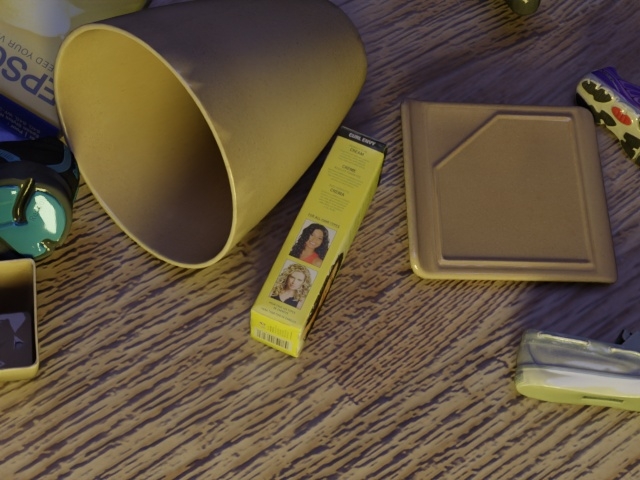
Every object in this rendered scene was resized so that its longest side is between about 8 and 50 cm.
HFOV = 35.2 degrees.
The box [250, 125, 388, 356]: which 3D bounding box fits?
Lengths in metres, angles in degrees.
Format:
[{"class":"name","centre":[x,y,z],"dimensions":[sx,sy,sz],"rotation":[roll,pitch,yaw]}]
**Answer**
[{"class":"box","centre":[0.000,0.000,1.054],"dimensions":[0.058,0.087,0.232],"rotation":[22,66,6]}]

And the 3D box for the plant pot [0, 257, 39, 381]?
[{"class":"plant pot","centre":[-0.322,0.089,0.971],"dimensions":[0.109,0.096,0.108],"rotation":[-5,67,-9]}]

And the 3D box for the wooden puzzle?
[{"class":"wooden puzzle","centre":[0.206,-0.054,1.128],"dimensions":[0.239,0.044,0.220],"rotation":[3,65,-10]}]

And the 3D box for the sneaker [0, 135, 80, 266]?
[{"class":"sneaker","centre":[-0.404,-0.025,1.014],"dimensions":[0.341,0.125,0.139],"rotation":[-7,32,3]}]

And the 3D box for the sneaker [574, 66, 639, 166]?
[{"class":"sneaker","centre":[0.377,-0.144,1.171],"dimensions":[0.071,0.068,0.170],"rotation":[-34,73,-25]}]

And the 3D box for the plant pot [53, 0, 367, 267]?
[{"class":"plant pot","centre":[-0.084,-0.147,1.046],"dimensions":[0.256,0.256,0.274],"rotation":[44,52,13]}]

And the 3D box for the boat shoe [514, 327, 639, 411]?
[{"class":"boat shoe","centre":[0.313,0.127,1.032],"dimensions":[0.228,0.079,0.081],"rotation":[6,69,0]}]

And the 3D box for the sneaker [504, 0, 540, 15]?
[{"class":"sneaker","centre":[0.185,-0.381,1.248],"dimensions":[0.130,0.109,0.286],"rotation":[-17,59,-7]}]

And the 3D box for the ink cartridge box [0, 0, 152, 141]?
[{"class":"ink cartridge box","centre":[-0.373,-0.243,1.077],"dimensions":[0.304,0.072,0.307],"rotation":[31,71,-8]}]
